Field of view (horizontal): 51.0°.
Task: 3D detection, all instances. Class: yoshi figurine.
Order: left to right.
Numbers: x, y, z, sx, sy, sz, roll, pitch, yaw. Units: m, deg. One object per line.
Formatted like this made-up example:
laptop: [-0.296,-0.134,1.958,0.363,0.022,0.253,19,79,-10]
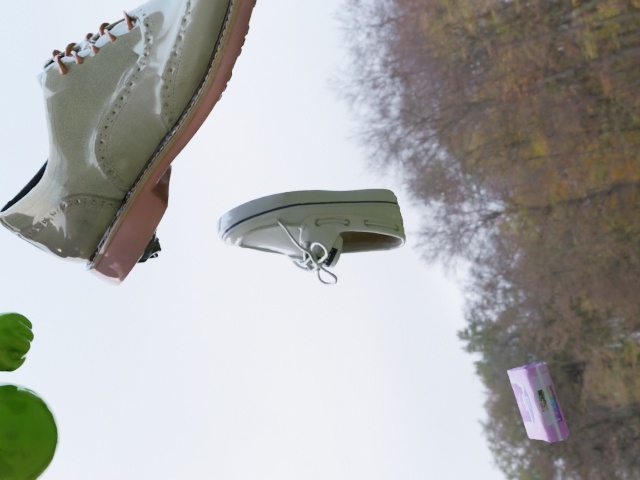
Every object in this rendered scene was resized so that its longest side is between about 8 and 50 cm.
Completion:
yoshi figurine: [-0.392,0.139,0.669,0.203,0.362,0.204,-27,-33,-36]

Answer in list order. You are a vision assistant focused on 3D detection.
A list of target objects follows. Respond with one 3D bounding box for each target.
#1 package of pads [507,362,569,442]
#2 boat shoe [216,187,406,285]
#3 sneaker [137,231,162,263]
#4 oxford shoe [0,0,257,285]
package of pads: [0.238,0.178,0.736,0.050,0.032,0.083,127,128,-73]
boat shoe: [-0.002,0.004,1.232,0.367,0.136,0.157,-5,-116,-28]
sneaker: [-0.354,-0.047,1.289,0.130,0.087,0.228,89,177,-52]
oxford shoe: [-0.167,-0.147,0.596,0.146,0.397,0.140,23,-167,-20]
